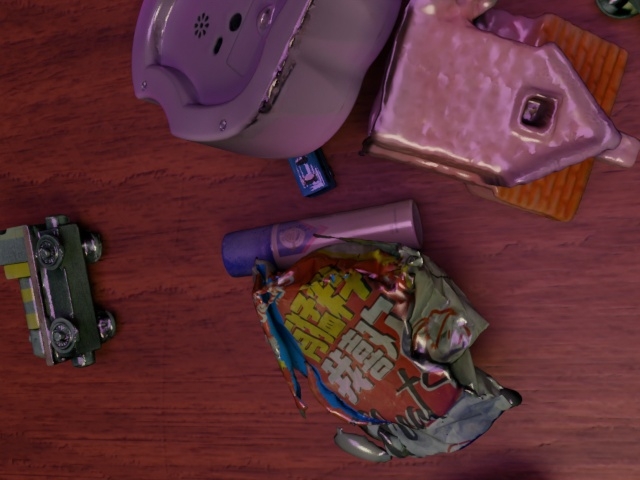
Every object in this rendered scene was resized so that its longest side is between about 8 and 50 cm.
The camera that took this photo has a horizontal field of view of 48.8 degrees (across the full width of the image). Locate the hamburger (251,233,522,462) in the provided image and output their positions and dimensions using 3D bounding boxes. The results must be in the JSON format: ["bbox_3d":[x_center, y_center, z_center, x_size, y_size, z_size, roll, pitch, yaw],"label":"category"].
[{"bbox_3d":[0.067,0.098,0.747,0.260,0.150,0.276,-25,108,40],"label":"hamburger"}]

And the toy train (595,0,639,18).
[{"bbox_3d":[0.384,-0.230,0.672,0.157,0.105,0.253,-35,82,2],"label":"toy train"}]

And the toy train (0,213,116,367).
[{"bbox_3d":[-0.348,0.068,0.926,0.132,0.083,0.200,-7,91,29],"label":"toy train"}]

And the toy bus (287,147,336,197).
[{"bbox_3d":[-0.016,-0.094,0.825,0.038,0.046,0.083,-23,87,17],"label":"toy bus"}]

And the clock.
[{"bbox_3d":[-0.073,-0.253,0.735,0.338,0.102,0.338,-7,80,45],"label":"clock"}]

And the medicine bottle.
[{"bbox_3d":[0.000,0.000,0.818,0.231,0.059,0.059,-10,90,17],"label":"medicine bottle"}]

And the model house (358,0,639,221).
[{"bbox_3d":[0.177,-0.145,0.670,0.237,0.237,0.202,18,92,1],"label":"model house"}]
